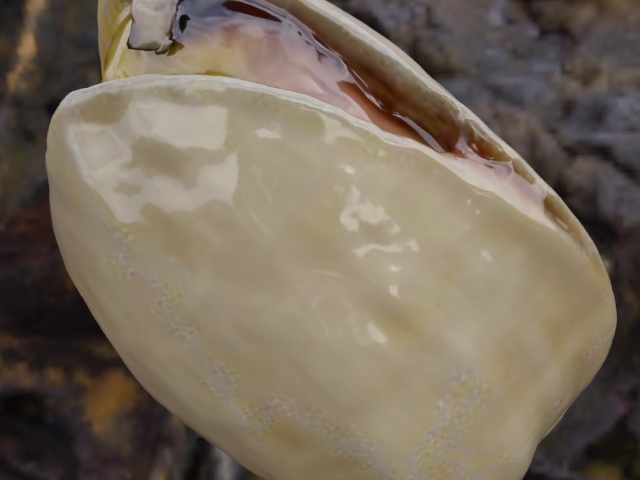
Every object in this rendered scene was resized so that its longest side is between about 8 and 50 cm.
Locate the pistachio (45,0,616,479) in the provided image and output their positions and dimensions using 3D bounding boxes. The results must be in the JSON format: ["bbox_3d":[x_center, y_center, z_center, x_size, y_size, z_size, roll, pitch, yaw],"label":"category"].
[{"bbox_3d":[0.000,0.000,0.644,0.157,0.229,0.157,-32,33,24],"label":"pistachio"}]
